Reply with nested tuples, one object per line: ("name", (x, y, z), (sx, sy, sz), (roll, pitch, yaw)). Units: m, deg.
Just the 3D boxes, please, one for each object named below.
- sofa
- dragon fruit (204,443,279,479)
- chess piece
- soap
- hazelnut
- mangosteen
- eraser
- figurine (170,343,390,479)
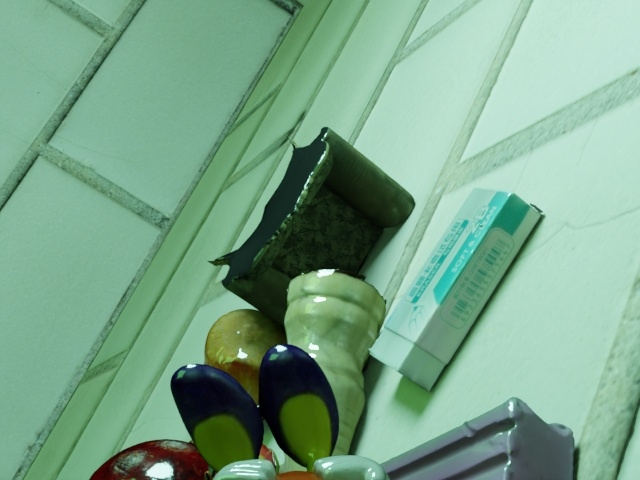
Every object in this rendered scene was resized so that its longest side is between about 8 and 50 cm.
("sofa", (0.000, 0.000, 1.358), (0.258, 0.200, 0.182), (-57, 27, -8))
("dragon fruit", (-0.087, 0.248, 1.068), (0.116, 0.081, 0.086), (-111, 17, -55))
("chess piece", (-0.004, 0.192, 1.124), (0.137, 0.137, 0.301), (-36, 36, 51))
("soap", (0.108, 0.218, 0.786), (0.203, 0.065, 0.122), (-39, 25, 46))
("hazelnut", (-0.102, 0.179, 1.379), (0.150, 0.150, 0.150), (-50, 16, 21))
("mangosteen", (-0.172, 0.327, 1.169), (0.215, 0.215, 0.257), (-49, 2, 23))
("eraser", (0.144, 0.047, 1.056), (0.225, 0.052, 0.095), (-57, 17, -4))
("figurine", (-0.018, 0.257, 0.731), (0.421, 0.154, 0.193), (-115, 22, -60))
